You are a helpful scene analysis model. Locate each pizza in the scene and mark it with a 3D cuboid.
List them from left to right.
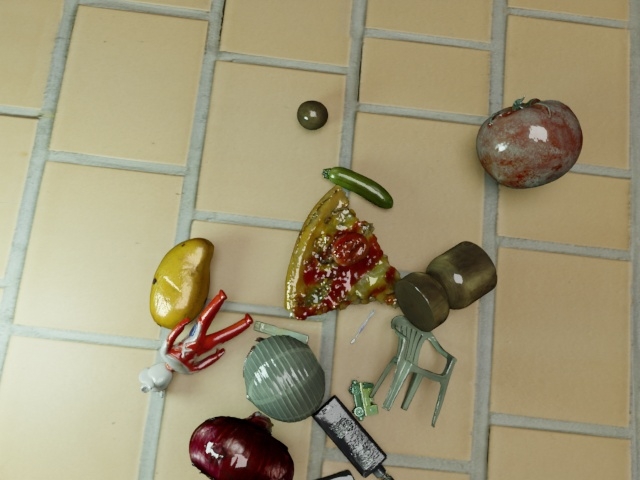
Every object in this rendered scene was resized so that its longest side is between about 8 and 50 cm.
[{"bbox_3d":[0.110,0.078,1.786,0.406,0.130,0.440,22,78,-12],"label":"pizza"}]

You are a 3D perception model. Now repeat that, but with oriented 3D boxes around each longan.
[{"bbox_3d":[-0.025,-0.419,1.922,0.106,0.106,0.119,23,39,1],"label":"longan"}]

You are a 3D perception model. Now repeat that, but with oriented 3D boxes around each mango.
[{"bbox_3d":[-0.422,0.130,1.778,0.177,0.120,0.295,18,77,8],"label":"mango"}]

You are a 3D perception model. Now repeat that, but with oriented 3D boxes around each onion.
[{"bbox_3d":[-0.211,0.587,1.602,0.314,0.314,0.232,24,73,2],"label":"onion"}]

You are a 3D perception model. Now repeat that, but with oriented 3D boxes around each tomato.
[{"bbox_3d":[0.652,-0.311,1.824,0.316,0.317,0.283,-18,104,-6],"label":"tomato"}]

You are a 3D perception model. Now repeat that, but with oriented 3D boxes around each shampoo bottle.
[{"bbox_3d":[0.110,0.613,1.735,0.098,0.071,0.309,-40,85,-12],"label":"shampoo bottle"}]

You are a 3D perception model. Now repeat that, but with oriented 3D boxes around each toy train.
[{"bbox_3d":[0.130,0.486,1.771,0.081,0.050,0.122,-7,79,-9],"label":"toy train"}]

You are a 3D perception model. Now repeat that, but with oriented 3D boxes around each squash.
[{"bbox_3d":[0.127,-0.181,1.894,0.258,0.069,0.069,28,79,2],"label":"squash"}]

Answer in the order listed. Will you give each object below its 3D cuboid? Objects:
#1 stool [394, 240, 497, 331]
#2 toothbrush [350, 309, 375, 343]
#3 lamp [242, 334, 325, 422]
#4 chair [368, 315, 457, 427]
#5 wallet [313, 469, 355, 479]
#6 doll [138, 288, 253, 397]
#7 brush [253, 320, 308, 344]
[{"bbox_3d":[0.381,0.136,1.760,0.264,0.179,0.179,-29,82,-22],"label":"stool"},{"bbox_3d":[0.134,0.272,1.831,0.011,0.013,0.131,38,78,-6],"label":"toothbrush"},{"bbox_3d":[-0.111,0.400,1.683,0.233,0.233,0.265,-28,90,-8],"label":"lamp"},{"bbox_3d":[0.272,0.377,1.734,0.203,0.190,0.275,27,83,-21],"label":"chair"},{"bbox_3d":[-0.021,0.789,1.713,0.285,0.030,0.146,-15,77,-7],"label":"wallet"},{"bbox_3d":[-0.386,0.324,1.733,0.384,0.099,0.188,-42,121,-6],"label":"doll"},{"bbox_3d":[-0.121,0.288,1.809,0.178,0.030,0.033,15,86,10],"label":"brush"}]
